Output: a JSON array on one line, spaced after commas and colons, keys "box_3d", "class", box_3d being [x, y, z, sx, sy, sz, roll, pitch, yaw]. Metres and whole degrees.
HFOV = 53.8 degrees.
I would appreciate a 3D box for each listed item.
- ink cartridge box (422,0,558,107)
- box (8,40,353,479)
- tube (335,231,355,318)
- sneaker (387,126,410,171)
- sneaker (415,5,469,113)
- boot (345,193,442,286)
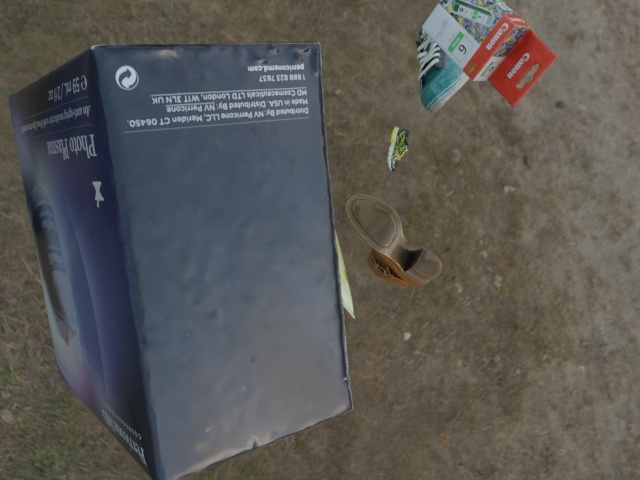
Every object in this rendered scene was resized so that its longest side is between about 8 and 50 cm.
[{"box_3d": [0.150, -0.181, 0.571, 0.029, 0.063, 0.115, -14, 61, -44], "class": "ink cartridge box"}, {"box_3d": [-0.135, 0.000, 0.555, 0.182, 0.296, 0.294, -13, 102, -33], "class": "box"}, {"box_3d": [0.000, 0.000, 0.891, 0.070, 0.062, 0.240, 9, 37, -23], "class": "tube"}, {"box_3d": [0.145, -0.166, 1.161, 0.035, 0.083, 0.031, 10, 18, 17], "class": "sneaker"}, {"box_3d": [0.224, -0.351, 1.192, 0.121, 0.108, 0.302, 37, 44, -10], "class": "sneaker"}, {"box_3d": [0.103, 0.013, 1.078, 0.197, 0.152, 0.073, 44, 73, -2], "class": "boot"}]
